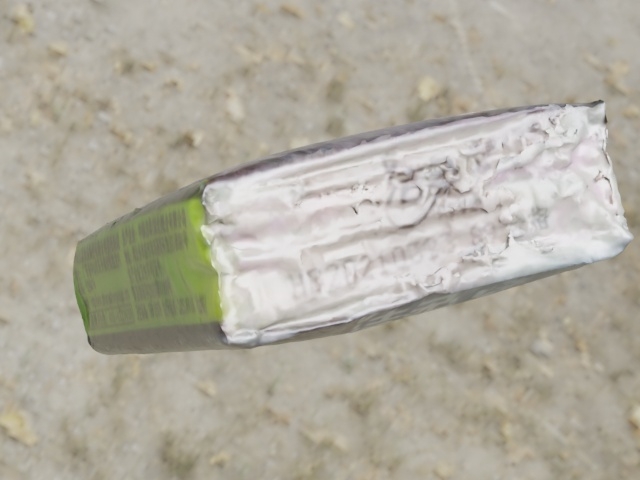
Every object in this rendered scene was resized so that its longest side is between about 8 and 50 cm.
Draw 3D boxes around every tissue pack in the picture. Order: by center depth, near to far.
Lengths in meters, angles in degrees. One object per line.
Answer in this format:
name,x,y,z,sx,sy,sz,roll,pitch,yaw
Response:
tissue pack,0.000,0.000,0.707,0.173,0.235,0.073,-14,91,-21
